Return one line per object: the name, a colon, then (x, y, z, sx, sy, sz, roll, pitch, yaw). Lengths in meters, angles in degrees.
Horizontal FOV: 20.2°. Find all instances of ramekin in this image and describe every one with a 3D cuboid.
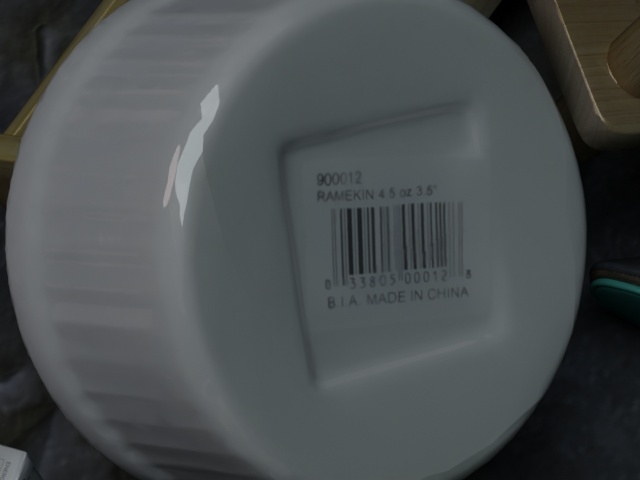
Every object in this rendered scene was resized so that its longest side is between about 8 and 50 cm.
ramekin: (0.000, 0.000, 0.880, 0.135, 0.277, 0.277, 5, 56, 56)

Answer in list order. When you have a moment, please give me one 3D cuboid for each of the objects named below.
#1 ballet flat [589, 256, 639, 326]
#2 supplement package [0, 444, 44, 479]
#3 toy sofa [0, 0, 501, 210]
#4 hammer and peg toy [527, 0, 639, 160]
ballet flat: (0.244, 0.042, 0.951, 0.203, 0.074, 0.074, 26, 70, 12)
supplement package: (-0.267, 0.160, 0.925, 0.244, 0.139, 0.134, 13, 65, 14)
toy sofa: (-0.030, -0.126, 1.039, 0.150, 0.177, 0.362, 11, 62, 48)
hammer and peg toy: (0.251, -0.187, 0.998, 0.361, 0.127, 0.266, -9, 70, -28)
